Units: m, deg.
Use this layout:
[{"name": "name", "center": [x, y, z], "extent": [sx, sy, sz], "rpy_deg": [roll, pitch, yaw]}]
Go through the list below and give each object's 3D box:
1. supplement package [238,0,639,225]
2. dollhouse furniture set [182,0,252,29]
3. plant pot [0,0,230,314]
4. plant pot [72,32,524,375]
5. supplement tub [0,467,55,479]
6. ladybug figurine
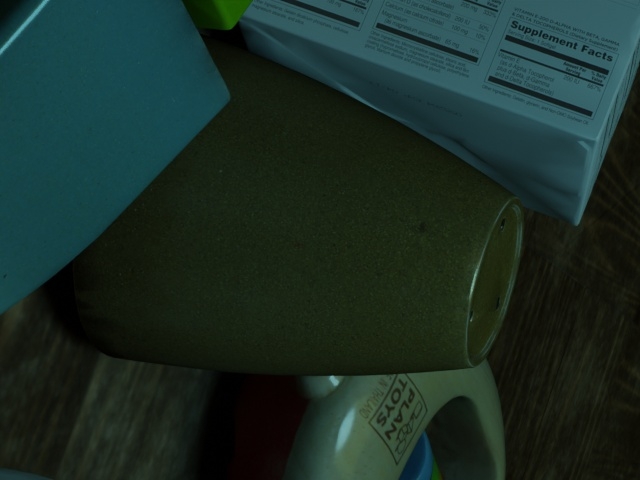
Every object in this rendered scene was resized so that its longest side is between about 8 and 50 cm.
[{"name": "supplement package", "center": [0.096, -0.145, 1.185], "extent": [0.204, 0.262, 0.145], "rpy_deg": [72, 40, -74]}, {"name": "dollhouse furniture set", "center": [-0.059, -0.295, 0.904], "extent": [0.301, 0.151, 0.197], "rpy_deg": [-57, 147, -24]}, {"name": "plant pot", "center": [-0.199, -0.063, 0.850], "extent": [0.234, 0.166, 0.165], "rpy_deg": [-54, 148, -19]}, {"name": "plant pot", "center": [0.000, 0.000, 1.112], "extent": [0.237, 0.254, 0.237], "rpy_deg": [15, 90, -71]}, {"name": "supplement tub", "center": [-0.212, 0.321, 0.952], "extent": [0.235, 0.235, 0.324], "rpy_deg": [-32, 131, -52]}, {"name": "ladybug figurine", "center": [0.035, 0.212, 1.424], "extent": [0.305, 0.162, 0.449], "rpy_deg": [-57, 149, -27]}]
